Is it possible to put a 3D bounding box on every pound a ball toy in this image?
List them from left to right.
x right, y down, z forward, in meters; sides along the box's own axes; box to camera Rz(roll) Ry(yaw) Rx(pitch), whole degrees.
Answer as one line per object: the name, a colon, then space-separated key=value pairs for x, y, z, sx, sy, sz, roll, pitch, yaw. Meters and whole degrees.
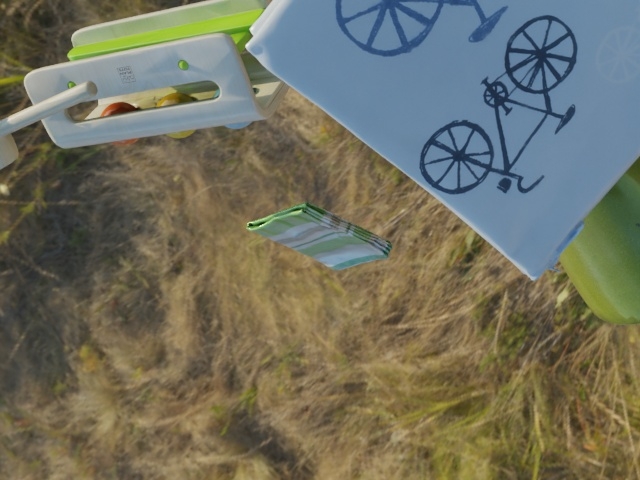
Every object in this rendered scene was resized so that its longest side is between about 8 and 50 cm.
pound a ball toy: x=-0.213 y=-0.153 z=0.936 sx=0.319 sy=0.208 sz=0.136 roll=-6 pitch=125 yaw=23

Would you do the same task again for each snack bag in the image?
snack bag: x=0.166 y=-0.182 z=0.691 sx=0.342 sy=0.037 sz=0.323 roll=37 pitch=98 yaw=-14

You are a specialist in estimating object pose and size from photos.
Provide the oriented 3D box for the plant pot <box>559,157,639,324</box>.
plant pot: x=0.472 y=-0.057 z=1.368 sx=0.293 sy=0.275 sz=0.275 roll=42 pitch=129 yaw=-21

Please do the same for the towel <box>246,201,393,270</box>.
towel: x=0.000 y=0.000 z=1.021 sx=0.113 sy=0.152 sz=0.023 roll=-19 pitch=57 yaw=44
